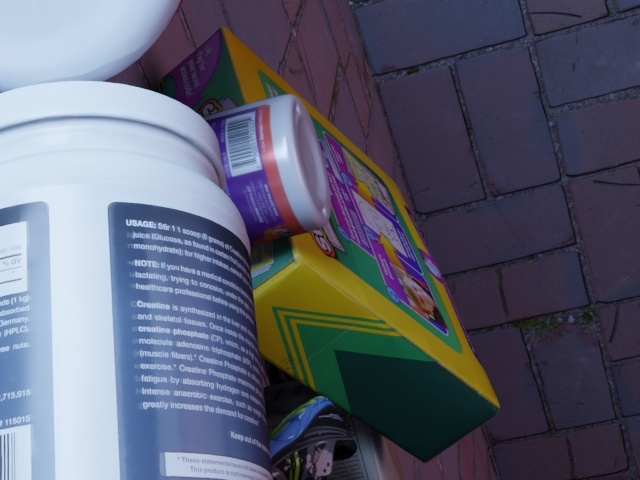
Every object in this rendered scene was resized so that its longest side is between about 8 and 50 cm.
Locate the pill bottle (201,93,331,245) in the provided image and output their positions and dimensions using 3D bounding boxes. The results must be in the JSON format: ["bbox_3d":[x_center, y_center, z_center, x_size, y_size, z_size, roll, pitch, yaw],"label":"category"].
[{"bbox_3d":[-0.098,-0.040,0.855,0.108,0.194,0.108,-13,90,-77],"label":"pill bottle"}]

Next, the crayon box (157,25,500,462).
[{"bbox_3d":[0.000,0.000,1.087,0.313,0.106,0.363,37,22,-38],"label":"crayon box"}]

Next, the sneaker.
[{"bbox_3d":[-0.027,0.201,0.896,0.078,0.067,0.188,47,43,2],"label":"sneaker"}]

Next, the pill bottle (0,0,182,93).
[{"bbox_3d":[-0.165,-0.259,0.760,0.363,0.210,0.210,-83,156,-60],"label":"pill bottle"}]

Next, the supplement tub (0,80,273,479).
[{"bbox_3d":[-0.127,0.071,0.605,0.191,0.191,0.272,53,27,-62],"label":"supplement tub"}]

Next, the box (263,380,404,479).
[{"bbox_3d":[0.022,0.303,1.141,0.121,0.148,0.311,-47,124,-76],"label":"box"}]

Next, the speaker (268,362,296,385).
[{"bbox_3d":[-0.023,0.141,1.326,0.136,0.055,0.055,-40,116,-76],"label":"speaker"}]
